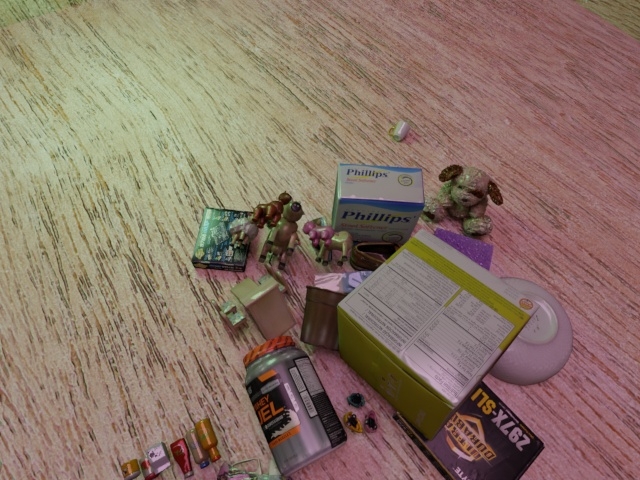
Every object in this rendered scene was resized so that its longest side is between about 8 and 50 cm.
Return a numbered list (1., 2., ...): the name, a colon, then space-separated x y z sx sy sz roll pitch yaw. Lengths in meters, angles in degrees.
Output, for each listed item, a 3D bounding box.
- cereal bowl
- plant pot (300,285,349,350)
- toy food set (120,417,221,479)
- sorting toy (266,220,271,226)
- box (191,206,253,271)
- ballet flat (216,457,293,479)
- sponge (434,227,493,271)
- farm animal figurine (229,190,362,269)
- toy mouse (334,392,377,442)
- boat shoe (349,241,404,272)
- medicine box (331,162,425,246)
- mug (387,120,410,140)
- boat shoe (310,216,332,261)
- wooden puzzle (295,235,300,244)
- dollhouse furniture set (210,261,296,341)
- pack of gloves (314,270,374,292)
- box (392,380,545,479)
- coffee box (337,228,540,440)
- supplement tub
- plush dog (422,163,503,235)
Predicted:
1. cereal bowl: 0.617 0.259 1.274 0.339 0.141 0.338 2 61 -3
2. plant pot: 0.019 0.234 1.232 0.167 0.167 0.165 13 79 4
3. toy food set: -0.373 0.567 1.059 0.232 0.111 0.104 -24 64 -19
4. sorting toy: -0.185 -0.076 1.464 0.042 0.061 0.102 -31 25 12
5. box: -0.328 -0.006 1.419 0.175 0.051 0.220 5 61 -1
6. ballet flat: -0.156 0.609 1.074 0.222 0.077 0.079 4 57 4
7. sponge: 0.493 0.037 1.453 0.210 0.031 0.117 18 61 8
8. farm animal figurine: -0.083 -0.031 1.315 0.330 0.327 0.172 32 50 -23
9. toy mouse: 0.114 0.486 1.163 0.161 0.031 0.143 48 33 3
10. boat shoe: 0.254 0.066 1.381 0.308 0.104 0.110 3 61 -2
11. medicine box: 0.175 -0.104 1.366 0.264 0.289 0.149 3 60 -1
12. mug: 0.324 -0.445 1.708 0.062 0.078 0.064 37 70 -20
13. boat shoe: 0.000 0.000 1.433 0.066 0.066 0.183 -8 51 -2
14. wooden puzzle: -0.101 -0.004 1.457 0.049 0.006 0.083 -16 63 -12
15. dollhouse furniture set: -0.195 0.163 1.217 0.212 0.161 0.242 -35 37 -20
16. pack of gloves: 0.098 0.200 1.345 0.232 0.046 0.195 -3 72 -1
17. box: 0.405 0.527 1.148 0.257 0.079 0.322 -34 68 -22
18. coffee box: 0.276 0.247 1.081 0.334 0.337 0.338 -39 60 -23
19. supplement tub: -0.080 0.430 1.107 0.194 0.193 0.316 -23 64 -15
20. plush dog: 0.518 -0.167 1.457 0.263 0.225 0.210 24 62 10
